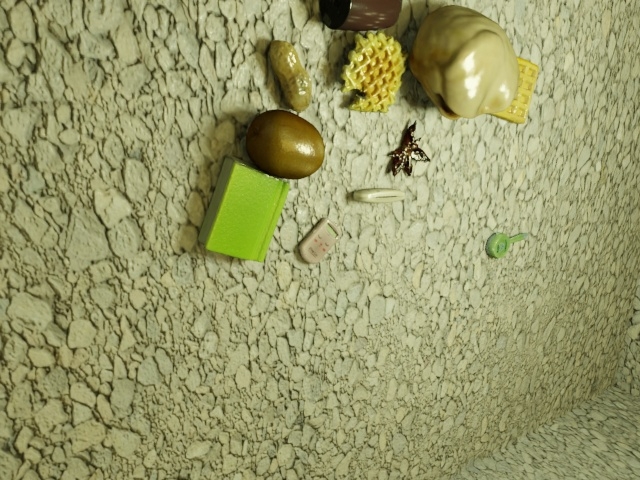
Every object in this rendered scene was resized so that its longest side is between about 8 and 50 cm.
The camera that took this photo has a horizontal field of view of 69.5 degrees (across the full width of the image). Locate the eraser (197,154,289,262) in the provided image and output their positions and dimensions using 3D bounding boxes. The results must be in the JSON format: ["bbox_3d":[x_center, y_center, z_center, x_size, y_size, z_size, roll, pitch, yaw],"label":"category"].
[{"bbox_3d":[-0.223,-0.088,1.375,0.210,0.092,0.274,18,97,-36],"label":"eraser"}]

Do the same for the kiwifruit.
[{"bbox_3d":[-0.094,-0.271,1.334,0.234,0.196,0.196,8,101,-41],"label":"kiwifruit"}]

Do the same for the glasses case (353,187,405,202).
[{"bbox_3d":[0.209,-0.159,1.633,0.204,0.081,0.051,-6,107,-33],"label":"glasses case"}]

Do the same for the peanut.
[{"bbox_3d":[-0.083,-0.477,1.342,0.099,0.099,0.214,-35,115,-19],"label":"peanut"}]

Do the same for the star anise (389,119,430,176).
[{"bbox_3d":[0.327,-0.309,1.674,0.157,0.053,0.212,37,82,-34],"label":"star anise"}]

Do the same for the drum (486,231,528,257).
[{"bbox_3d":[0.857,-0.012,2.111,0.253,0.049,0.130,-31,120,-21],"label":"drum"}]

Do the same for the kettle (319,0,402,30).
[{"bbox_3d":[0.140,-0.712,1.356,0.232,0.144,0.202,-14,152,-35],"label":"kettle"}]

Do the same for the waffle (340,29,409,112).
[{"bbox_3d":[0.171,-0.530,1.467,0.261,0.056,0.250,-3,120,-36],"label":"waffle"}]

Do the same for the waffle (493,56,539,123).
[{"bbox_3d":[0.775,-0.610,1.859,0.221,0.055,0.248,3,103,-33],"label":"waffle"}]

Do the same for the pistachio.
[{"bbox_3d":[0.487,-0.582,1.542,0.445,0.281,0.365,12,88,-29],"label":"pistachio"}]

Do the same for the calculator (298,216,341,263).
[{"bbox_3d":[0.000,0.000,1.580,0.175,0.032,0.100,-49,124,-10],"label":"calculator"}]
